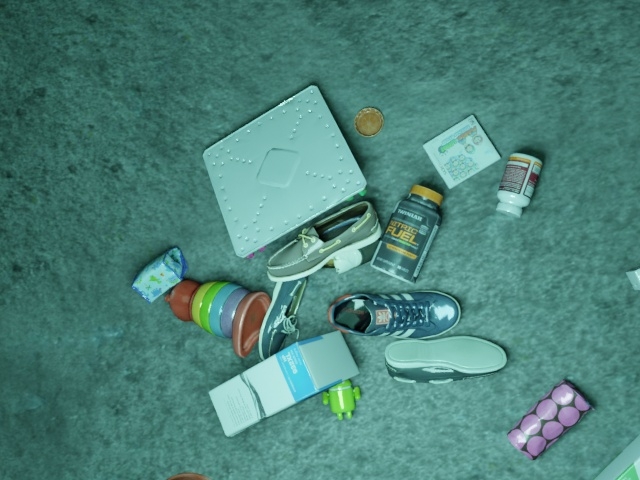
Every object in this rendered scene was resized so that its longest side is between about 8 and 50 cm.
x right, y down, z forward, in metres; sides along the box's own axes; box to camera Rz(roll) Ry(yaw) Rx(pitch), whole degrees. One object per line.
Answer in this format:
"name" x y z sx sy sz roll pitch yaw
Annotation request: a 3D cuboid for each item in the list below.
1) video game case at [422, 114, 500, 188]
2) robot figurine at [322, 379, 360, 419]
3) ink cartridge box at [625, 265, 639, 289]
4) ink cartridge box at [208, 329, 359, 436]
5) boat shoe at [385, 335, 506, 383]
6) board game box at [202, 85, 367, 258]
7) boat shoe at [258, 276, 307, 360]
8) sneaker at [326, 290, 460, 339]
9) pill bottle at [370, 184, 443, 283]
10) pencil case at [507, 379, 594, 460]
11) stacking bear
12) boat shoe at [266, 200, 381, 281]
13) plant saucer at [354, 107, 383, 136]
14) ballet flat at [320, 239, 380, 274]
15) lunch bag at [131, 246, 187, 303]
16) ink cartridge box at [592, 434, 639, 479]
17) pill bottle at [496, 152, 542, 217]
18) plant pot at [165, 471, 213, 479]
"video game case" 0.379 -0.238 1.629 0.157 0.019 0.143 -31 78 8
"robot figurine" 0.056 0.417 1.612 0.101 0.067 0.115 -9 81 3
"ink cartridge box" 0.814 0.072 1.457 0.122 0.088 0.052 -27 79 9
"ink cartridge box" -0.091 0.359 1.534 0.307 0.223 0.129 -33 76 26
"boat shoe" 0.318 0.313 1.553 0.302 0.091 0.114 2 41 15
"board game box" -0.107 -0.190 1.663 0.389 0.050 0.390 -29 59 9
"boat shoe" -0.097 0.213 1.660 0.079 0.095 0.255 13 78 25
"sneaker" 0.184 0.196 1.564 0.349 0.148 0.131 -5 83 12
"pill bottle" 0.235 -0.020 1.584 0.130 0.130 0.246 23 89 15
"pencil case" 0.562 0.445 1.482 0.098 0.095 0.209 44 98 -11
"stacking bear" -0.294 0.187 1.677 0.289 0.175 0.164 12 115 26
"boat shoe" 0.000 0.000 1.565 0.324 0.097 0.117 -24 41 -3
"plant saucer" 0.137 -0.331 1.699 0.083 0.013 0.084 -2 84 14
"ballet flat" 0.026 0.051 1.640 0.280 0.096 0.095 -8 118 16
"lunch bag" -0.459 0.090 1.737 0.128 0.151 0.096 -35 115 8
"ink cartridge box" 0.813 0.606 1.387 0.278 0.117 0.201 45 95 14
"pill bottle" 0.506 -0.141 1.554 0.086 0.086 0.152 19 89 14
"plant pot" -0.396 0.781 1.580 0.272 0.265 0.273 -1 83 13
